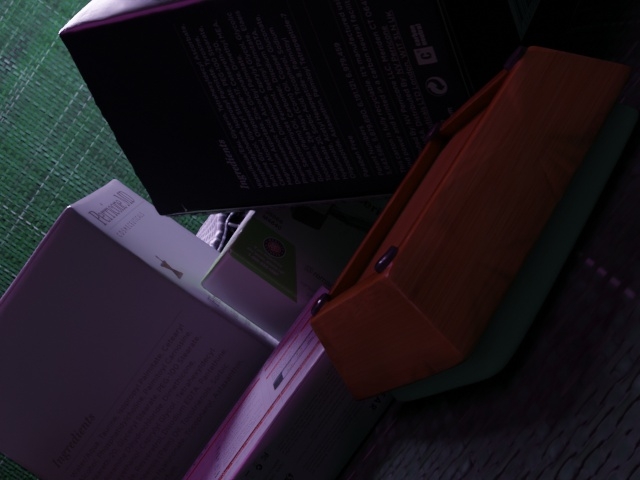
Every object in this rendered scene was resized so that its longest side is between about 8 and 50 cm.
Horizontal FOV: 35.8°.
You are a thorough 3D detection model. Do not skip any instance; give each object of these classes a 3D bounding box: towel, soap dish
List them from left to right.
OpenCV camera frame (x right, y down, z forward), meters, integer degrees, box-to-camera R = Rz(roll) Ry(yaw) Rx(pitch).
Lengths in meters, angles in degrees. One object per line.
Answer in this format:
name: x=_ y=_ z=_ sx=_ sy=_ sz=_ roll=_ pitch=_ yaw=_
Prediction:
towel: x=-0.230 y=0.058 z=2.043 sx=0.235 sy=0.121 sz=0.284 roll=-62 pitch=9 yaw=-26
soap dish: x=0.121 y=-0.012 z=0.831 sx=0.290 sy=0.118 sz=0.229 roll=-55 pitch=6 yaw=-23

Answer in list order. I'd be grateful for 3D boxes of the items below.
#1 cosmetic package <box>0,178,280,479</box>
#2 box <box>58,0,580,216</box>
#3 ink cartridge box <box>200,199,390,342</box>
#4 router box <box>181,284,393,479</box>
cosmetic package: x=-0.251 y=0.169 z=1.407 sx=0.327 sy=0.394 sz=0.329 roll=-53 pitch=7 yaw=8
box: x=0.030 y=-0.292 z=1.249 sx=0.472 sy=0.297 sz=0.479 roll=-5 pitch=37 yaw=31
ink cartridge box: x=0.000 y=0.000 z=1.324 sx=0.115 sy=0.198 sz=0.272 roll=-47 pitch=9 yaw=51
router box: x=-0.048 y=0.214 z=1.054 sx=0.335 sy=0.082 sz=0.301 roll=-54 pitch=6 yaw=0
